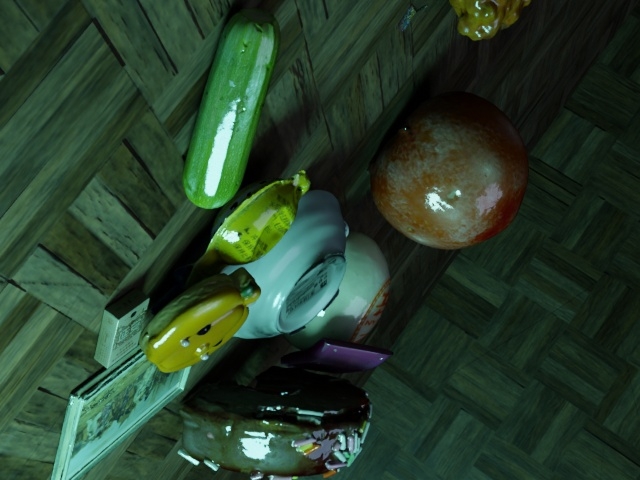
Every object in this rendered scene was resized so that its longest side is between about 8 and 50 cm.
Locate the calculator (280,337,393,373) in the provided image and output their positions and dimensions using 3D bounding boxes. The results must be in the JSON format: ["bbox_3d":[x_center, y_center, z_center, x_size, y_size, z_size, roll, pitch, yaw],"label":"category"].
[{"bbox_3d":[0.023,0.198,1.637,0.190,0.127,0.034,-31,-128,59],"label":"calculator"}]

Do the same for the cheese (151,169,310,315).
[{"bbox_3d":[-0.108,0.005,1.196,0.250,0.064,0.156,-45,163,-4],"label":"cheese"}]

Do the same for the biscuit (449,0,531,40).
[{"bbox_3d":[0.285,-0.450,1.372,0.312,0.110,0.318,-53,165,-18],"label":"biscuit"}]

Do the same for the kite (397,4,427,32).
[{"bbox_3d":[0.127,-0.310,1.379,0.044,0.002,0.078,-62,164,23],"label":"kite"}]

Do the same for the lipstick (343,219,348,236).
[{"bbox_3d":[0.000,0.000,1.567,0.141,0.040,0.040,-32,152,-56],"label":"lipstick"}]

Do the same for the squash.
[{"bbox_3d":[-0.091,-0.123,0.976,0.066,0.066,0.229,-38,155,-49],"label":"squash"}]

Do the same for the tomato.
[{"bbox_3d":[0.219,-0.106,1.631,0.265,0.265,0.265,-50,164,-20],"label":"tomato"}]

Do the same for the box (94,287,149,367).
[{"bbox_3d":[-0.224,0.099,1.107,0.053,0.024,0.083,-40,160,-46],"label":"box"}]

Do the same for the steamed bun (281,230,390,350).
[{"bbox_3d":[0.038,0.100,1.693,0.232,0.145,0.232,-50,164,-20],"label":"steamed bun"}]

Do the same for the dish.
[{"bbox_3d":[-0.036,0.056,1.405,0.260,0.085,0.260,-39,152,-25],"label":"dish"}]

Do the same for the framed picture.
[{"bbox_3d":[-0.240,0.198,1.281,0.274,0.017,0.217,-40,159,-47],"label":"framed picture"}]

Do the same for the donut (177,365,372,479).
[{"bbox_3d":[-0.049,0.297,1.600,0.345,0.259,0.136,-9,108,-71],"label":"donut"}]

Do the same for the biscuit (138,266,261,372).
[{"bbox_3d":[-0.137,0.103,1.194,0.170,0.050,0.170,-35,162,-13],"label":"biscuit"}]
